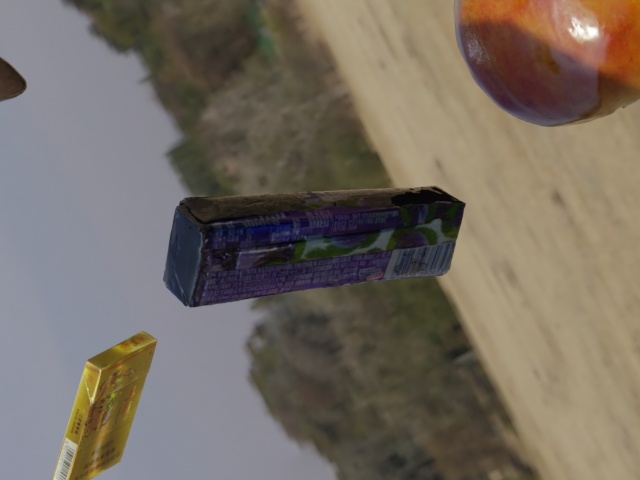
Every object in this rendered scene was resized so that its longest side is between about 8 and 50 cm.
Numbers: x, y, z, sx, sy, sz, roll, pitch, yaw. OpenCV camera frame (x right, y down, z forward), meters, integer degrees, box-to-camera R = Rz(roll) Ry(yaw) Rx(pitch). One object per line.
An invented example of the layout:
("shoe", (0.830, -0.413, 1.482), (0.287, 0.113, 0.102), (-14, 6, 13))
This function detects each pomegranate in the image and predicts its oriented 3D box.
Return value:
("pomegranate", (0.270, -0.264, 1.776), (0.229, 0.252, 0.270), (-34, -74, -55))

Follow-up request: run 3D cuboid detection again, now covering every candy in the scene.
("candy", (0.000, 0.000, 1.534), (0.061, 0.312, 0.088), (42, 127, 43))

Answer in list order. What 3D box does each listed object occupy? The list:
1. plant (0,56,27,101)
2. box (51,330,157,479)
("plant", (-0.377, -0.157, 1.329), (0.181, 0.194, 0.321), (36, 170, 29))
("box", (-0.206, 0.165, 1.559), (0.022, 0.156, 0.089), (32, -150, 20))
